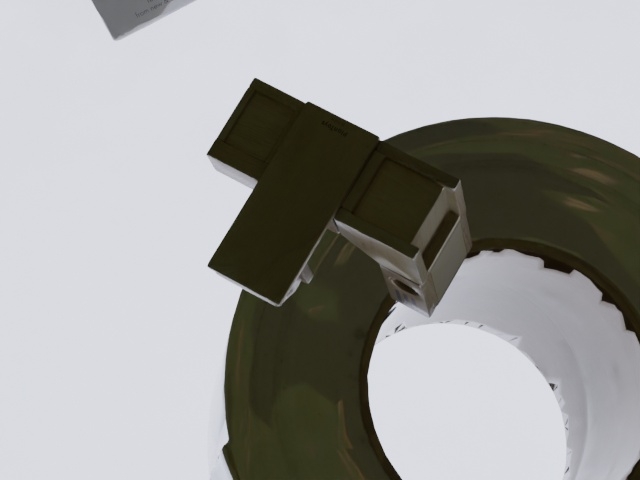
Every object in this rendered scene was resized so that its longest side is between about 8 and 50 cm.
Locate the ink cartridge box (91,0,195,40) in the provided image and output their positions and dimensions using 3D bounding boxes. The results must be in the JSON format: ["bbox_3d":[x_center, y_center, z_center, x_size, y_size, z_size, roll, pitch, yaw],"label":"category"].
[{"bbox_3d":[-0.194,-0.351,1.376,0.119,0.353,0.207,-26,-147,2],"label":"ink cartridge box"}]

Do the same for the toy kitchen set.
[{"bbox_3d":[0.000,0.000,0.666,0.083,0.075,0.068,28,-102,16],"label":"toy kitchen set"}]

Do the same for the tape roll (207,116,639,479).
[{"bbox_3d":[0.072,0.083,0.856,0.246,0.169,0.246,2,-104,-6],"label":"tape roll"}]
